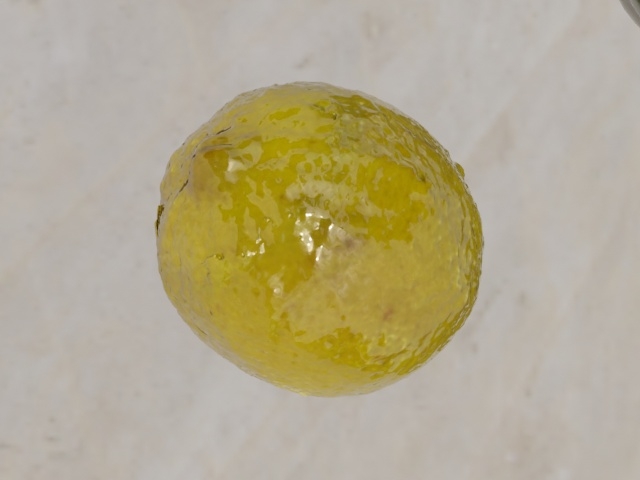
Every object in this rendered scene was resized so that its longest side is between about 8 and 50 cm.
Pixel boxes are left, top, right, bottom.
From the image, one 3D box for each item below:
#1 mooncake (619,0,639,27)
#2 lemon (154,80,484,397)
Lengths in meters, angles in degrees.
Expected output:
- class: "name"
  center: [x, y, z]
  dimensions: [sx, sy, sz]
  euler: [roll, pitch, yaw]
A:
- class: "mooncake"
  center: [0.334, -0.201, 1.054]
  dimensions: [0.194, 0.356, 0.356]
  euler: [53, 41, -12]
- class: "lemon"
  center: [0.000, 0.000, 1.199]
  dimensions: [0.231, 0.192, 0.192]
  euler: [30, 62, -38]
